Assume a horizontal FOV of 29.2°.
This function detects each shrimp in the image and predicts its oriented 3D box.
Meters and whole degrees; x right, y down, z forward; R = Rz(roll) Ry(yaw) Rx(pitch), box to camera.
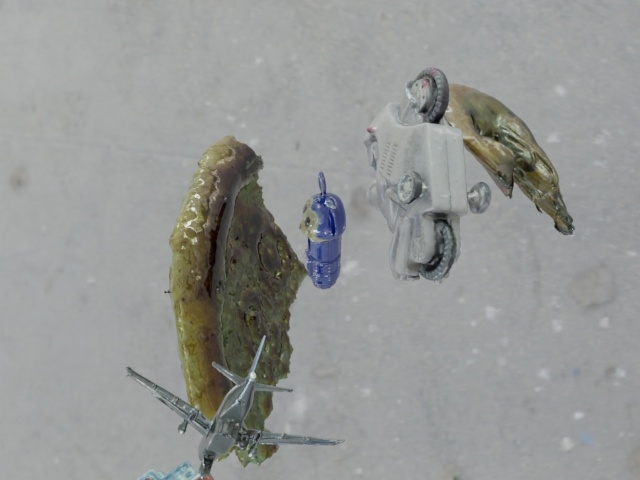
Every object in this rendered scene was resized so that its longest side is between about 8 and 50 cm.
[{"bbox_3d":[0.230,-0.115,1.543,0.059,0.145,0.254,-47,53,28],"label":"shrimp"}]

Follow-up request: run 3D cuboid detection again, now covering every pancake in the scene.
[{"bbox_3d":[-0.099,0.080,1.595,0.066,0.305,0.427,-13,48,27],"label":"pancake"}]

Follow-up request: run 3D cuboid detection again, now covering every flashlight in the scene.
[{"bbox_3d":[0.000,0.000,0.967,0.121,0.035,0.057,93,164,-57],"label":"flashlight"}]

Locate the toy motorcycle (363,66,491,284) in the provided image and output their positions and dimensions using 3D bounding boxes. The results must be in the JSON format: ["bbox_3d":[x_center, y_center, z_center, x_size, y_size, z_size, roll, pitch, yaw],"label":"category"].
[{"bbox_3d":[0.112,-0.071,1.486,0.171,0.110,0.260,-25,63,59],"label":"toy motorcycle"}]

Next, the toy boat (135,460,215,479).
[{"bbox_3d":[-0.301,0.476,1.925,0.332,0.145,0.133,-39,58,-14],"label":"toy boat"}]

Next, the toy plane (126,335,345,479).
[{"bbox_3d":[-0.093,0.180,1.228,0.226,0.225,0.058,117,170,-45],"label":"toy plane"}]
